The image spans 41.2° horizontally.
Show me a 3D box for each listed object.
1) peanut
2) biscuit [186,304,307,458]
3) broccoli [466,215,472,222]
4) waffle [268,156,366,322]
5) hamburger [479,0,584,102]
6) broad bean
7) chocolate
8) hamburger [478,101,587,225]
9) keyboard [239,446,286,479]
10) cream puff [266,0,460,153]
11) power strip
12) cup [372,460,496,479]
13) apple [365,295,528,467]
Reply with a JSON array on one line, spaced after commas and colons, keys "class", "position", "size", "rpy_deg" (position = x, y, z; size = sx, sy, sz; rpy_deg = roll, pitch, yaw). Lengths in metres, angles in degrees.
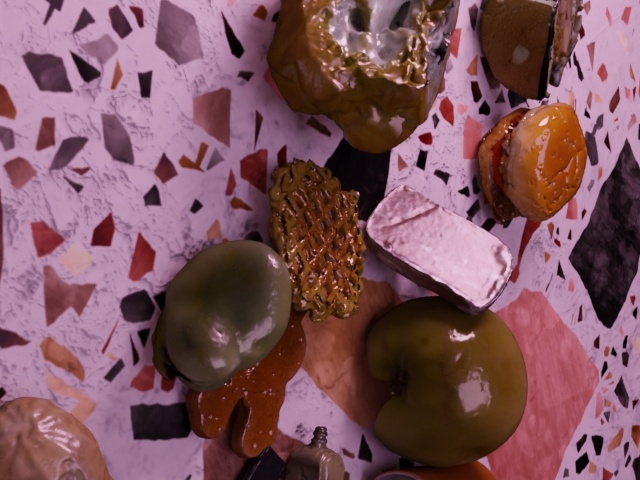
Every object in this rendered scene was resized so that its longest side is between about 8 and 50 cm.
[{"class": "peanut", "position": [-0.296, 0.310, 1.009], "size": [0.130, 0.130, 0.290], "rpy_deg": [-44, 123, -35]}, {"class": "biscuit", "position": [-0.096, 0.164, 1.262], "size": [0.186, 0.044, 0.295], "rpy_deg": [42, 61, -42]}, {"class": "broccoli", "position": [0.247, 0.033, 1.554], "size": [0.131, 0.120, 0.130], "rpy_deg": [-48, 156, -38]}, {"class": "waffle", "position": [-0.002, 0.000, 1.310], "size": [0.245, 0.052, 0.254], "rpy_deg": [15, 68, -56]}, {"class": "hamburger", "position": [0.410, -0.435, 1.663], "size": [0.168, 0.192, 0.288], "rpy_deg": [-33, 140, -34]}, {"class": "broad bean", "position": [-0.136, 0.100, 1.158], "size": [0.228, 0.100, 0.169], "rpy_deg": [-40, 81, -24]}, {"class": "chocolate", "position": [0.195, 0.028, 1.449], "size": [0.157, 0.254, 0.080], "rpy_deg": [-50, 166, -37]}, {"class": "hamburger", "position": [0.425, -0.151, 1.694], "size": [0.244, 0.163, 0.244], "rpy_deg": [-3, 95, -48]}, {"class": "keyboard", "position": [-0.127, 0.413, 1.260], "size": [0.231, 0.023, 0.072], "rpy_deg": [-57, 135, -27]}, {"class": "cream puff", "position": [0.064, -0.294, 1.298], "size": [0.274, 0.270, 0.323], "rpy_deg": [75, 35, -68]}, {"class": "power strip", "position": [-0.025, 0.481, 1.317], "size": [0.066, 0.092, 0.387], "rpy_deg": [13, 83, -46]}, {"class": "cup", "position": [0.193, 0.492, 1.508], "size": [0.264, 0.182, 0.226], "rpy_deg": [-1, 126, -52]}, {"class": "apple", "position": [0.224, 0.244, 1.459], "size": [0.258, 0.233, 0.295], "rpy_deg": [6, 87, -50]}]
